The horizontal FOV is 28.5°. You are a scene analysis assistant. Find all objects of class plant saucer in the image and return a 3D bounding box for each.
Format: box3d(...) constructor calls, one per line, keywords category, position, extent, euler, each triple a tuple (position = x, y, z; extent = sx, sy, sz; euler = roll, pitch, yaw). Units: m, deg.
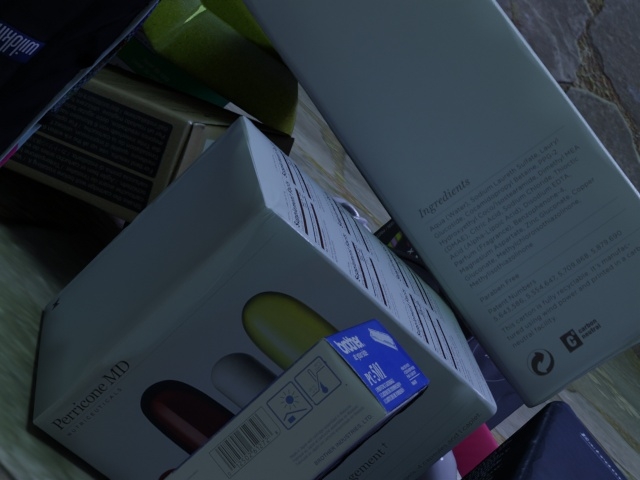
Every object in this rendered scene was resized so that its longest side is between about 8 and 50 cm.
box3d(category="plant saucer", position=(-0.094, -0.197, 1.080), extent=(0.188, 0.045, 0.188), euler=(30, 27, -50))

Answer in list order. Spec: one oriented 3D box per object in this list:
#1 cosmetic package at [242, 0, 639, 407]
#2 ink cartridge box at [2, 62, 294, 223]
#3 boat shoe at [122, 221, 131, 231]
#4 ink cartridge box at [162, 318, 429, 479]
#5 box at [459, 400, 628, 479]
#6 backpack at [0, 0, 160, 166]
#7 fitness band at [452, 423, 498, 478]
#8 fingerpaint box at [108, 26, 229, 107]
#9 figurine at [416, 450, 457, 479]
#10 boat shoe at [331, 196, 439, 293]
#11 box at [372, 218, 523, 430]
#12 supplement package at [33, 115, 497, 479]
box3d(category="cosmetic package", position=(0.109, -0.073, 0.967), extent=(0.385, 0.156, 0.217), euler=(57, 5, 7))
box3d(category="ink cartridge box", position=(-0.152, -0.081, 0.976), extent=(0.193, 0.088, 0.235), euler=(24, 7, 14))
box3d(category="boat shoe", position=(-0.050, 0.052, 1.047), extent=(0.285, 0.103, 0.092), euler=(29, 27, -40))
box3d(category="ink cartridge box", position=(-0.046, 0.122, 0.595), extent=(0.046, 0.207, 0.097), euler=(50, 13, 9))
box3d(category="box", position=(0.134, 0.290, 0.678), extent=(0.293, 0.212, 0.395), euler=(49, 13, 8))
box3d(category="backpack", position=(-0.235, -0.138, 0.664), extent=(0.225, 0.253, 0.191), euler=(29, 18, -47))
box3d(category="fitness band", position=(0.205, 0.295, 1.155), extent=(0.290, 0.054, 0.209), euler=(60, 8, 18))
box3d(category="fingerpaint box", position=(-0.290, -0.317, 1.214), extent=(0.445, 0.163, 0.371), euler=(41, 14, -29))
box3d(category="figurine", position=(0.065, 0.205, 1.031), extent=(0.215, 0.092, 0.209), euler=(28, 31, -58))
box3d(category="boat shoe", position=(0.000, 0.000, 1.107), extent=(0.258, 0.084, 0.095), euler=(16, -28, 33))
box3d(category="box", position=(0.168, 0.078, 1.540), extent=(0.143, 0.165, 0.270), euler=(40, 15, -34))
box3d(category="supplement package", position=(-0.039, 0.073, 0.798), extent=(0.203, 0.194, 0.149), euler=(42, 13, -23))
